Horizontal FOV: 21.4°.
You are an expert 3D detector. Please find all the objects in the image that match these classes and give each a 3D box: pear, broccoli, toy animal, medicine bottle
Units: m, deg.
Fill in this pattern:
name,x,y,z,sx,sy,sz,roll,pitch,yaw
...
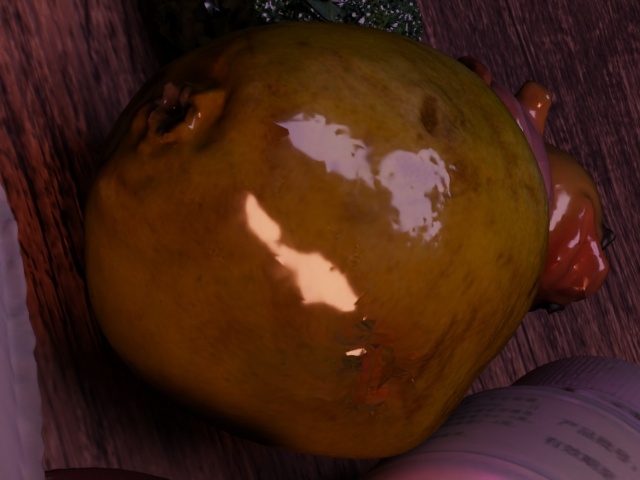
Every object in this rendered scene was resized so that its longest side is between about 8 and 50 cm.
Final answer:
name,x,y,z,sx,sy,sz,roll,pitch,yaw
pear,0.000,0.000,0.995,0.321,0.269,0.269,54,32,-53
broccoli,-0.021,-0.147,1.145,0.195,0.195,0.156,15,82,-55
toy animal,0.129,-0.029,1.331,0.281,0.195,0.169,34,7,-41
medicine bottle,0.146,0.215,1.136,0.302,0.241,0.241,-30,100,-59

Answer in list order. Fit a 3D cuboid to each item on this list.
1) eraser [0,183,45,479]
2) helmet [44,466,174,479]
name,x,y,z,sx,sy,sz,roll,pitch,yaw
eraser,-0.219,0.047,0.614,0.331,0.150,0.331,54,10,-14
helmet,-0.099,0.177,0.880,0.175,0.155,0.106,18,81,-49
